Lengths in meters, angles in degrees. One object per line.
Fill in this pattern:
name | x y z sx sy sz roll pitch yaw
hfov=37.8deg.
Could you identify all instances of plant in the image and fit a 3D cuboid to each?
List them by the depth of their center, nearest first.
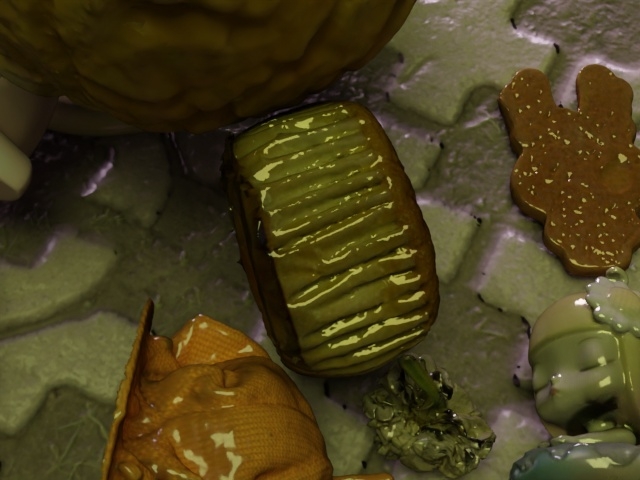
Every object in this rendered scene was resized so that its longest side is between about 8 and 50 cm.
plant | 0.096 0.138 0.800 0.116 0.122 0.104 20 55 18

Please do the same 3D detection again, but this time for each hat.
hat | -0.049 0.176 0.750 0.233 0.244 0.233 11 72 -8

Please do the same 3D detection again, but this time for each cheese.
cheese | -0.182 -0.152 0.982 0.251 0.054 0.127 14 69 8

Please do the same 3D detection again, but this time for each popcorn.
popcorn | -0.101 -0.246 0.704 0.390 0.354 0.344 16 108 -6

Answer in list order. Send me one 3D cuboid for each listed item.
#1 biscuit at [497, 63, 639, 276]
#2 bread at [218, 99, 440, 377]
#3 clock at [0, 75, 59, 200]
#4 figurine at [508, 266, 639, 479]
biscuit | 0.260 -0.074 0.938 0.144 0.040 0.236 -6 66 7
bread | 0.000 0.000 0.792 0.142 0.253 0.227 -22 93 -6
clock | -0.369 -0.206 0.915 0.342 0.184 0.326 2 65 24
figurine | 0.239 0.206 0.752 0.274 0.226 0.394 24 51 -20
